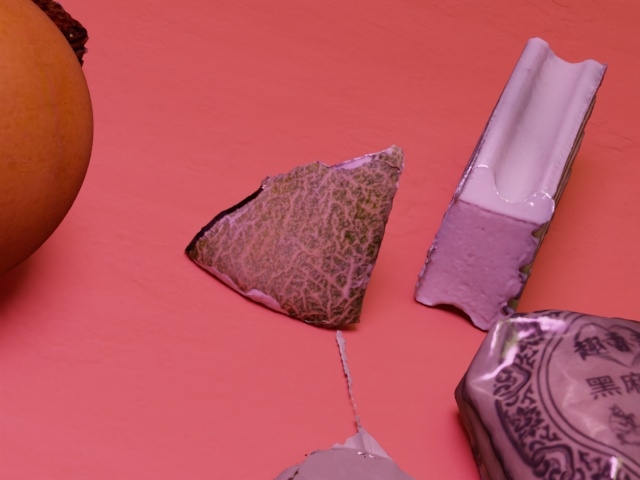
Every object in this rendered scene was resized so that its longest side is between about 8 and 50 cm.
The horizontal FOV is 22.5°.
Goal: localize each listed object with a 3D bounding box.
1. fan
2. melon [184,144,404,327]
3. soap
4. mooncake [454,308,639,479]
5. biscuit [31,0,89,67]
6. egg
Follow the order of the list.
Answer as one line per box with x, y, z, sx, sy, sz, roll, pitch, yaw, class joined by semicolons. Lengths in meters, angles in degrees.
0.033;0.171;1.188;0.182;0.010;0.310;17;34;-19;fan
0.000;0.004;1.305;0.139;0.202;0.093;64;25;-2;melon
0.167;-0.053;1.406;0.094;0.150;0.261;21;38;8;soap
0.245;0.166;1.196;0.254;0.136;0.250;3;38;-22;mooncake
-0.325;-0.153;1.364;0.106;0.070;0.252;41;43;25;biscuit
-0.321;-0.074;1.132;0.322;0.250;0.250;-12;48;-20;egg
